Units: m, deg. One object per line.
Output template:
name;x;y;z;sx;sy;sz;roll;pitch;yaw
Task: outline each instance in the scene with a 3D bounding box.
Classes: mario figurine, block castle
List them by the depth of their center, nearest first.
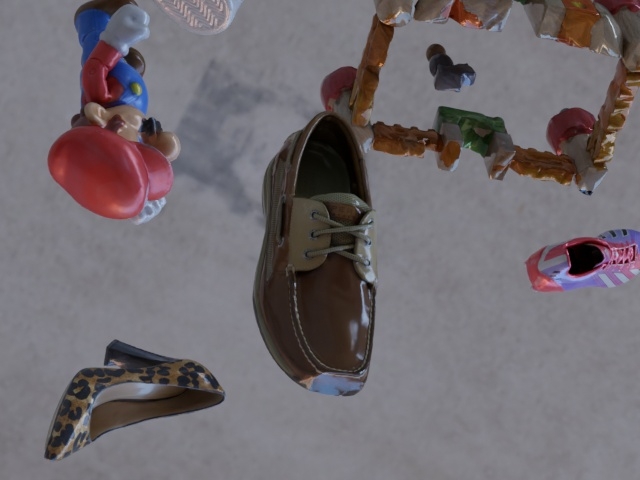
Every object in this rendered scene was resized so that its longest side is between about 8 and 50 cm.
mario figurine;-0.221;-0.151;1.716;0.170;0.198;0.321;-30;-137;21
block castle;0.247;-0.265;2.145;0.213;0.453;0.303;-97;-161;-55

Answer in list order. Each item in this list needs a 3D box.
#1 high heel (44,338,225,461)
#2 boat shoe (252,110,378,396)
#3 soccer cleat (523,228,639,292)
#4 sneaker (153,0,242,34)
high heel;-0.251;0.236;1.963;0.261;0.186;0.093;-57;161;-53
boat shoe;0.000;0.000;1.450;0.120;0.122;0.324;117;-27;-45
soccer cleat;0.399;0.025;2.047;0.095;0.248;0.083;-26;-104;53
sneaker;-0.137;-0.335;1.200;0.108;0.292;0.169;-7;-139;39
